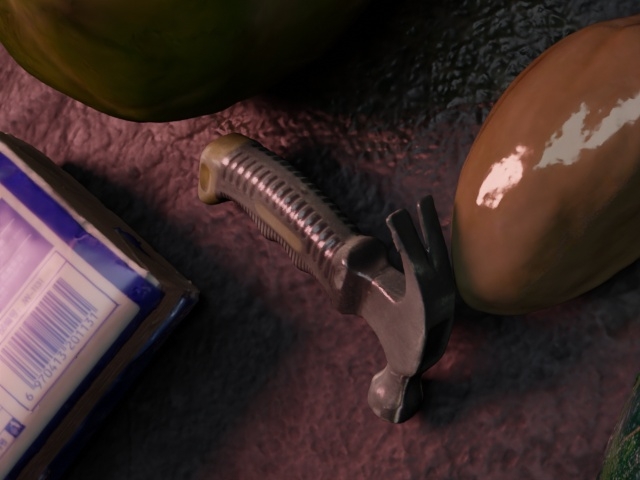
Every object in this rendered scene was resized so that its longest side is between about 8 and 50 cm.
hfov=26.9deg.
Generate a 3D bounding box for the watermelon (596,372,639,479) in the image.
[{"bbox_3d":[0.292,0.073,0.742,0.292,0.319,0.222,0,45,15],"label":"watermelon"}]

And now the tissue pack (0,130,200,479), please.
[{"bbox_3d":[-0.239,0.082,0.956,0.209,0.137,0.269,38,91,24],"label":"tissue pack"}]

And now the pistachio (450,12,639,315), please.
[{"bbox_3d":[0.165,-0.048,0.827,0.136,0.136,0.226,46,104,23],"label":"pistachio"}]

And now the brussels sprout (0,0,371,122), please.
[{"bbox_3d":[-0.085,-0.253,0.864,0.289,0.281,0.354,29,123,39],"label":"brussels sprout"}]

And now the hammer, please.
[{"bbox_3d":[0.000,0.000,0.888,0.226,0.041,0.158,42,139,32],"label":"hammer"}]
